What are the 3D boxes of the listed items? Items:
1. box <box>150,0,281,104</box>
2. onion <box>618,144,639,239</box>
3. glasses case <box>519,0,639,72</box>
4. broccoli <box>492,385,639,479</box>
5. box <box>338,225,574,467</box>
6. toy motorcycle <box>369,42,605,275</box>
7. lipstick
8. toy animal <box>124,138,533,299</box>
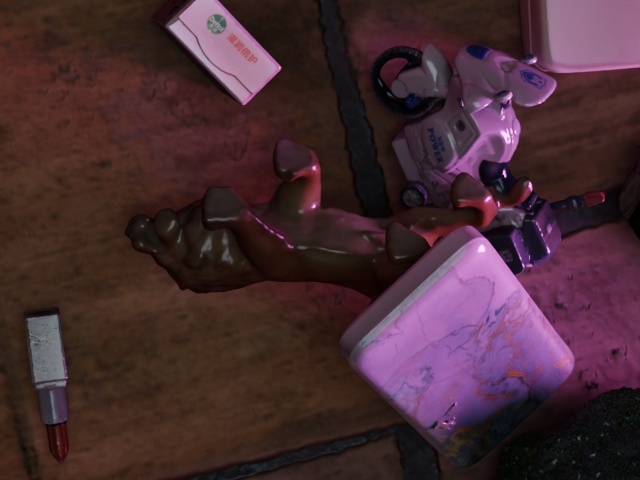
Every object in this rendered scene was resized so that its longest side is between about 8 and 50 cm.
[{"bbox_3d":[-0.084,-0.156,1.496,0.043,0.125,0.089,-44,105,-1],"label":"box"},{"bbox_3d":[0.315,-0.042,1.600,0.119,0.118,0.117,16,130,-12],"label":"onion"},{"bbox_3d":[0.323,-0.217,1.584,0.313,0.070,0.131,-5,101,-9],"label":"glasses case"},{"bbox_3d":[0.261,0.263,1.594,0.294,0.265,0.245,-56,137,-26],"label":"broccoli"},{"bbox_3d":[0.115,0.092,1.535,0.142,0.044,0.285,-44,146,-1],"label":"box"},{"bbox_3d":[0.137,-0.069,1.558,0.150,0.102,0.221,-13,112,28],"label":"toy motorcycle"},{"bbox_3d":[-0.223,0.122,1.571,0.030,0.030,0.129,-7,101,-9],"label":"lipstick"},{"bbox_3d":[0.000,0.000,1.525,0.312,0.157,0.097,8,61,-5],"label":"toy animal"}]
